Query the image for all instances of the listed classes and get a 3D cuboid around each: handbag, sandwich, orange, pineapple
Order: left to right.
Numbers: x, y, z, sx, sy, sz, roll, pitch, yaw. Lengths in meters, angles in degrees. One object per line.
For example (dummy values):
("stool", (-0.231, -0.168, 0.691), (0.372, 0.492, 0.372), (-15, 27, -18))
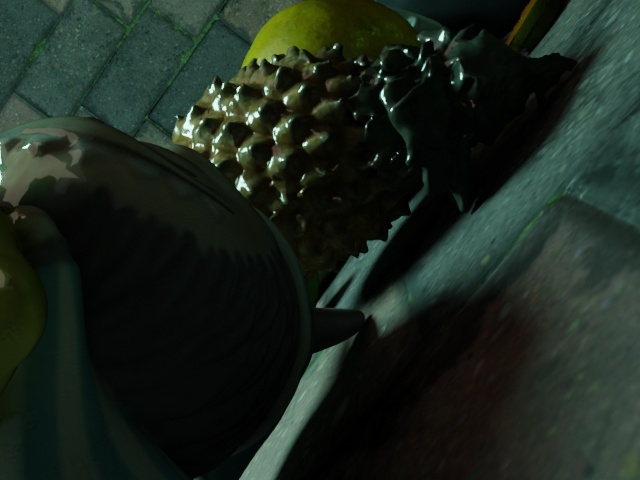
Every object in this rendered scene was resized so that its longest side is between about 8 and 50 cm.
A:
("orange", (0.022, -0.172, 0.910), (0.235, 0.279, 0.279), (-24, 26, 51))
("pineapple", (0.038, -0.088, 0.632), (0.357, 0.223, 0.223), (-17, 28, 37))
("handbag", (0.245, -0.397, 1.016), (0.275, 0.178, 0.302), (-38, 0, -26))
("sandwich", (0.251, -0.259, 0.826), (0.135, 0.029, 0.067), (-58, 2, -37))

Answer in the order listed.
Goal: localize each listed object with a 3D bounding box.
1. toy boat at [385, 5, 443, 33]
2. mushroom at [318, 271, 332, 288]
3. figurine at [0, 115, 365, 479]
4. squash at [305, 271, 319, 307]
("toy boat", (0.074, -0.229, 1.099), (0.290, 0.199, 0.100), (-60, 37, 36))
("mushroom", (0.001, -0.001, 1.019), (0.333, 0.087, 0.107), (-52, 4, -22))
("figurine", (-0.066, 0.090, 0.465), (0.378, 0.361, 0.266), (-9, -26, -44))
("squash", (-0.091, 0.145, 0.838), (0.292, 0.082, 0.082), (-54, 5, 2))
